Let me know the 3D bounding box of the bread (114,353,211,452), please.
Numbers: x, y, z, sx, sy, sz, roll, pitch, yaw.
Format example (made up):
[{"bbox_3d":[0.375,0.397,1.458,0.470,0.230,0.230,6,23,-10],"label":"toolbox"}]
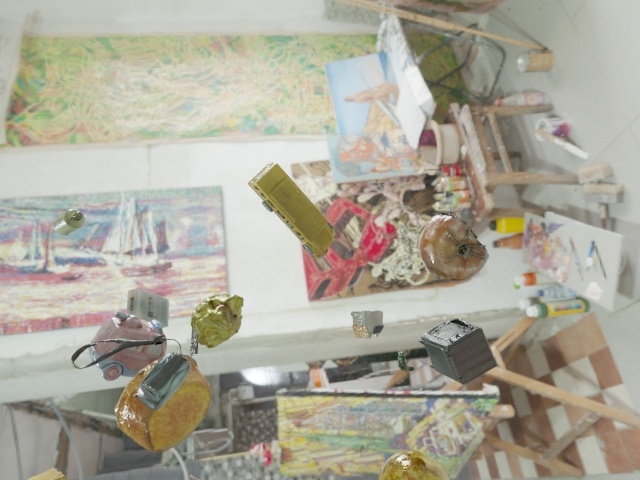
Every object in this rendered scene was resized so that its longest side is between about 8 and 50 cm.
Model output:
[{"bbox_3d":[-0.488,0.515,1.534,0.172,0.312,0.313,30,136,30],"label":"bread"}]

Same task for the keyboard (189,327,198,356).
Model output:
[{"bbox_3d":[-0.536,0.395,2.062,0.063,0.010,0.198,-30,52,37],"label":"keyboard"}]

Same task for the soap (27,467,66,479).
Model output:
[{"bbox_3d":[-0.848,0.916,1.548,0.204,0.096,0.325,-22,82,51],"label":"soap"}]

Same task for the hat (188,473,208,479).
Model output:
[{"bbox_3d":[-0.296,0.615,1.212,0.087,0.042,0.058,36,134,33],"label":"hat"}]

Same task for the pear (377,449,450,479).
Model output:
[{"bbox_3d":[0.343,0.904,1.745,0.280,0.280,0.281,175,90,-81],"label":"pear"}]

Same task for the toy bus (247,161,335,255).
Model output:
[{"bbox_3d":[-0.080,-0.099,1.573,0.335,0.121,0.123,48,167,-16],"label":"toy bus"}]

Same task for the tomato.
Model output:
[{"bbox_3d":[0.389,0.040,1.477,0.214,0.155,0.180,44,169,-15],"label":"tomato"}]

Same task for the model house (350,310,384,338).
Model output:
[{"bbox_3d":[0.174,0.309,1.781,0.087,0.100,0.100,-14,75,53],"label":"model house"}]

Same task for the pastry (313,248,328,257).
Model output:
[{"bbox_3d":[0.000,0.000,2.023,0.080,0.056,0.140,-32,51,46],"label":"pastry"}]

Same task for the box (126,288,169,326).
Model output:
[{"bbox_3d":[-0.867,0.346,2.433,0.243,0.067,0.156,43,-144,-59],"label":"box"}]

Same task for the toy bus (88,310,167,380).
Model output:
[{"bbox_3d":[-0.725,0.405,1.868,0.197,0.294,0.232,28,91,50],"label":"toy bus"}]

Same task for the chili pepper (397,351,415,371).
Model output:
[{"bbox_3d":[0.362,0.531,2.076,0.118,0.055,0.035,55,173,-18],"label":"chili pepper"}]

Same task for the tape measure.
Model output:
[{"bbox_3d":[-0.316,0.212,0.821,0.107,0.179,0.104,-55,13,45],"label":"tape measure"}]

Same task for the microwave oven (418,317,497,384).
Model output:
[{"bbox_3d":[0.533,0.427,1.902,0.188,0.177,0.247,64,167,-6],"label":"microwave oven"}]

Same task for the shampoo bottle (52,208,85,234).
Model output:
[{"bbox_3d":[-0.947,-0.075,1.834,0.161,0.079,0.079,-18,72,38],"label":"shampoo bottle"}]

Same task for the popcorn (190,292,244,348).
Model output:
[{"bbox_3d":[-0.413,0.317,1.951,0.181,0.216,0.235,57,-154,-18],"label":"popcorn"}]
